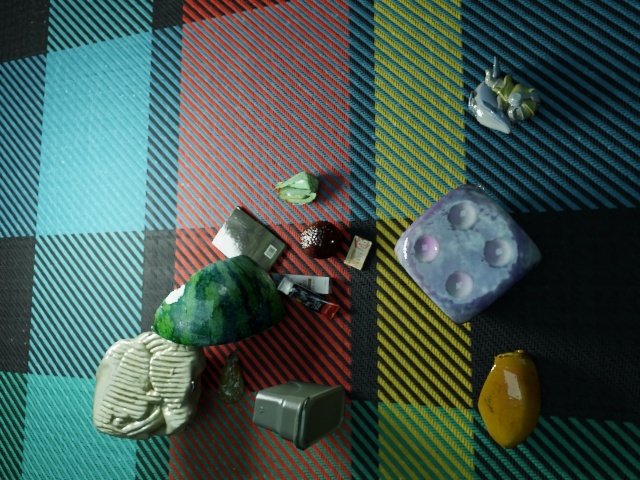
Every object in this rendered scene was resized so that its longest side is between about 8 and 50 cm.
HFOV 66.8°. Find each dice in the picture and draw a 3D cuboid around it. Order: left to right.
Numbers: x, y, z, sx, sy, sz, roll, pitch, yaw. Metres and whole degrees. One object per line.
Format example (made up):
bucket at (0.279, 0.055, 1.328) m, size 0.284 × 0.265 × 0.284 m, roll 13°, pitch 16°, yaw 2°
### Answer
dice at (0.374, 0.035, 1.250) m, size 0.271 × 0.270 × 0.270 m, roll -43°, pitch 73°, yaw 11°

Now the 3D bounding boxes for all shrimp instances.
shrimp at (-0.286, 0.440, 1.572) m, size 0.091 × 0.043 × 0.184 m, roll 5°, pitch 93°, yaw 13°

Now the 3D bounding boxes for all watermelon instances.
watermelon at (-0.316, 0.167, 1.469) m, size 0.319 × 0.292 × 0.222 m, roll 11°, pitch 110°, yaw 35°

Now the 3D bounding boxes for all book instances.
book at (-0.239, 0.012, 1.603) m, size 0.228 × 0.024 × 0.160 m, roll 38°, pitch 97°, yaw 19°

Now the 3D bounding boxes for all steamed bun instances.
steamed bun at (-0.512, 0.446, 1.546) m, size 0.394 × 0.237 × 0.346 m, roll -40°, pitch 85°, yaw -9°

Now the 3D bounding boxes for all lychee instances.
lychee at (-0.002, -0.002, 1.472) m, size 0.129 × 0.123 × 0.123 m, roll 18°, pitch 91°, yaw 29°

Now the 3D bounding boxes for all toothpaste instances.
toothpaste at (-0.035, 0.174, 1.471) m, size 0.194 × 0.045 × 0.071 m, roll 31°, pitch 130°, yaw 0°

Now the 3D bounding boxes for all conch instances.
conch at (-0.074, -0.156, 1.540) m, size 0.170 × 0.079 × 0.105 m, roll -15°, pitch 73°, yaw 33°

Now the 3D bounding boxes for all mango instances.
mango at (0.486, 0.409, 1.251) m, size 0.154 × 0.126 × 0.252 m, roll 4°, pitch 87°, yaw 32°

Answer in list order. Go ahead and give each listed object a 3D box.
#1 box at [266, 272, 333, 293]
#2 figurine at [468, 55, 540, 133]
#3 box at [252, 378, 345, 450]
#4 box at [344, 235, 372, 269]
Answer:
box at (-0.069, 0.133, 1.522) m, size 0.218 × 0.039 × 0.055 m, roll 1°, pitch 87°, yaw 20°
figurine at (0.500, -0.391, 1.328) m, size 0.184 × 0.128 × 0.208 m, roll -5°, pitch 78°, yaw 17°
box at (-0.060, 0.478, 1.368) m, size 0.178 × 0.274 × 0.138 m, roll 4°, pitch 84°, yaw 26°
box at (0.116, 0.037, 1.478) m, size 0.058 × 0.015 × 0.093 m, roll 24°, pitch 94°, yaw 22°
